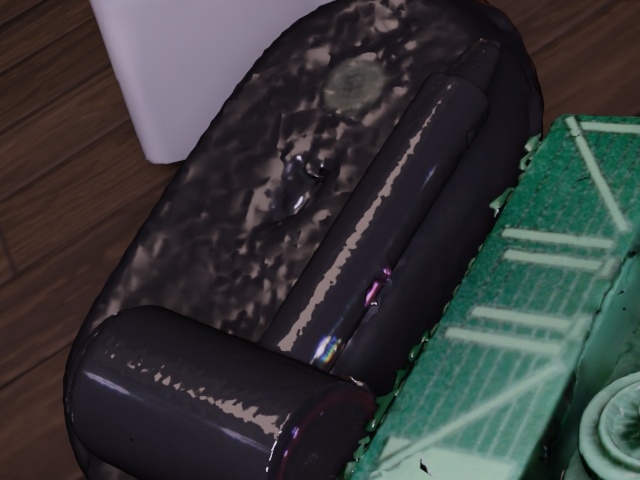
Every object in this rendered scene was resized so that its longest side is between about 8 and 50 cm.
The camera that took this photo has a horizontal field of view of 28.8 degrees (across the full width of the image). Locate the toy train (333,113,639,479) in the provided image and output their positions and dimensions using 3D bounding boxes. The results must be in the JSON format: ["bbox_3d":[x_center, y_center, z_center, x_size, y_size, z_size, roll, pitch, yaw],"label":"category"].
[{"bbox_3d":[0.123,0.052,0.496,0.154,0.115,0.269,8,48,34],"label":"toy train"}]

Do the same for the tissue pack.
[{"bbox_3d":[-0.074,-0.184,0.908,0.159,0.136,0.246,-13,35,0],"label":"tissue pack"}]

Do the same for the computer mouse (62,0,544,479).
[{"bbox_3d":[-0.001,0.014,0.628,0.183,0.116,0.323,20,71,41],"label":"computer mouse"}]

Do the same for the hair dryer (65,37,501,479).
[{"bbox_3d":[0.001,0.000,0.526,0.114,0.070,0.248,17,65,32],"label":"hair dryer"}]
